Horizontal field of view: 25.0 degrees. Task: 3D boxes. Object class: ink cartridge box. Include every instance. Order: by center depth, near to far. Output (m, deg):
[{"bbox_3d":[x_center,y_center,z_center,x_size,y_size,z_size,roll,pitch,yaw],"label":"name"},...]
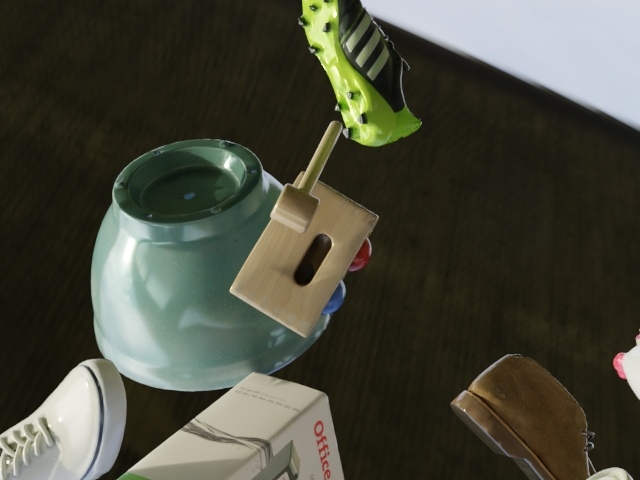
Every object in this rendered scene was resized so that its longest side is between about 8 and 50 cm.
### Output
[{"bbox_3d":[-0.098,0.297,1.537,0.114,0.198,0.273,11,-146,38],"label":"ink cartridge box"}]

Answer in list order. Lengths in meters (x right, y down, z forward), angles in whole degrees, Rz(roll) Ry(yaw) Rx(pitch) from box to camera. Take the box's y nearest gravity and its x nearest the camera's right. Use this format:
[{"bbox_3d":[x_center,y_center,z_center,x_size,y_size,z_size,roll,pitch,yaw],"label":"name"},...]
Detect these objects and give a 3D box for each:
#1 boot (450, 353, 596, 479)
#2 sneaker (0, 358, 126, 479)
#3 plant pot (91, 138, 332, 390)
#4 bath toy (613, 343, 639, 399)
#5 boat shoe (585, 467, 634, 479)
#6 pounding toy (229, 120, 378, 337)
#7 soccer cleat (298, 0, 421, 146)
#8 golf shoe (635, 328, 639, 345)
[{"bbox_3d":[0.301,0.263,1.738,0.305,0.115,0.112,46,169,-9],"label":"boot"},{"bbox_3d":[-0.265,0.204,1.362,0.091,0.258,0.094,-4,-127,-41],"label":"sneaker"},{"bbox_3d":[-0.139,0.006,1.685,0.293,0.196,0.293,-6,-143,4],"label":"plant pot"},{"bbox_3d":[0.348,0.005,1.199,0.151,0.129,0.348,37,-110,-31],"label":"bath toy"},{"bbox_3d":[0.238,0.354,1.314,0.091,0.109,0.305,43,-121,-17],"label":"boat shoe"},{"bbox_3d":[0.005,-0.008,1.301,0.094,0.181,0.206,31,-179,2],"label":"pounding toy"},{"bbox_3d":[0.033,-0.166,1.247,0.072,0.060,0.179,-12,-102,-35],"label":"soccer cleat"},{"bbox_3d":[0.417,0.146,1.503,0.115,0.140,0.306,-9,180,-10],"label":"golf shoe"}]
